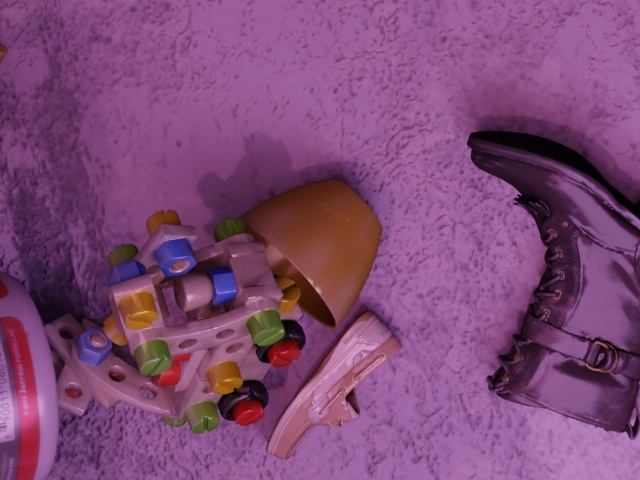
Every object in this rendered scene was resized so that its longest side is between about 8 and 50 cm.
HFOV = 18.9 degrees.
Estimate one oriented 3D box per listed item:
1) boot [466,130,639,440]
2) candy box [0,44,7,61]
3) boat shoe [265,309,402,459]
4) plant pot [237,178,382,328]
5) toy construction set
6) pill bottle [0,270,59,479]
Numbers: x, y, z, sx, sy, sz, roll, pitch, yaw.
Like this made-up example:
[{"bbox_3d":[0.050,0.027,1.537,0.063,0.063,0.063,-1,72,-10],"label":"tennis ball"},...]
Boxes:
[{"bbox_3d":[0.210,0.043,1.726,0.263,0.091,0.229,27,105,1],"label":"boot"},{"bbox_3d":[-0.407,-0.202,1.813,0.206,0.027,0.105,39,102,0],"label":"candy box"},{"bbox_3d":[0.014,0.147,1.798,0.059,0.063,0.170,38,105,6],"label":"boat shoe"},{"bbox_3d":[0.000,0.000,1.746,0.095,0.134,0.134,-44,93,-13],"label":"plant pot"},{"bbox_3d":[-0.137,0.091,1.724,0.215,0.328,0.151,-6,71,-29],"label":"toy construction set"},{"bbox_3d":[-0.435,0.152,1.714,0.363,0.210,0.210,-8,104,-25],"label":"pill bottle"}]
